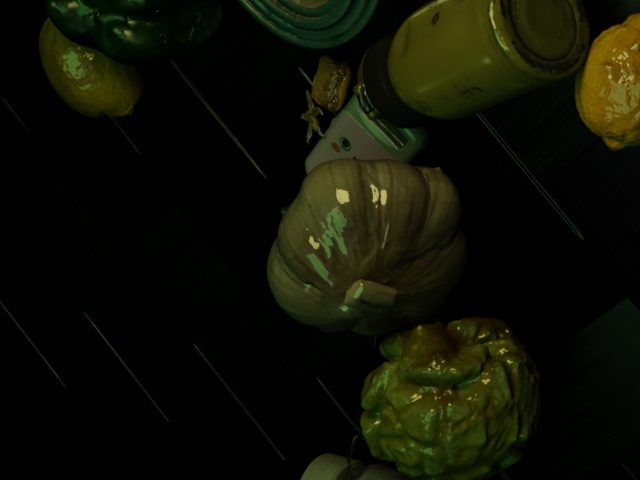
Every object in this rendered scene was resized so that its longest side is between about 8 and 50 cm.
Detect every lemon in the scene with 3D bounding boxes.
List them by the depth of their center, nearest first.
[{"bbox_3d":[0.401,-0.208,1.577,0.142,0.142,0.187,19,107,28],"label":"lemon"},{"bbox_3d":[-0.390,-0.304,2.089,0.170,0.170,0.207,-11,111,39],"label":"lemon"}]

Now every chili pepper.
[{"bbox_3d":[-0.293,-0.403,1.920,0.249,0.257,0.233,21,122,19],"label":"chili pepper"}]

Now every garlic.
[{"bbox_3d":[0.075,0.014,1.839,0.322,0.322,0.241,-49,55,39],"label":"garlic"}]

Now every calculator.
[{"bbox_3d":[0.071,-0.141,1.909,0.141,0.045,0.246,47,129,9],"label":"calculator"}]

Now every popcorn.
[{"bbox_3d":[0.206,0.239,1.841,0.282,0.282,0.247,-1,91,36],"label":"popcorn"}]

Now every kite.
[{"bbox_3d":[0.064,0.265,1.940,0.015,0.310,0.169,10,126,6],"label":"kite"}]

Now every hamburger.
[{"bbox_3d":[0.018,-0.243,1.889,0.083,0.044,0.076,-69,27,25],"label":"hamburger"}]

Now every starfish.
[{"bbox_3d":[-0.012,-0.201,1.935,0.092,0.016,0.086,162,100,-70],"label":"starfish"}]

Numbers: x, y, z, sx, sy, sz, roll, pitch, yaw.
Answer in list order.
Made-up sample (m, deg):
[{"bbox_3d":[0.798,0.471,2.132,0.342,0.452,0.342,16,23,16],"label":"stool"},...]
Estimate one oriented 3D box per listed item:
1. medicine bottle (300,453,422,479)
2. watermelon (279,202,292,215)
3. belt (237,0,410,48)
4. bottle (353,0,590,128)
[{"bbox_3d":[0.106,0.468,2.086,0.273,0.165,0.165,12,117,33],"label":"medicine bottle"},{"bbox_3d":[0.010,-0.001,1.979,0.075,0.092,0.181,9,135,33],"label":"watermelon"},{"bbox_3d":[-0.031,-0.492,1.737,0.300,0.173,0.436,-17,100,38],"label":"belt"},{"bbox_3d":[0.184,-0.253,1.663,0.351,0.171,0.171,-16,101,55],"label":"bottle"}]
